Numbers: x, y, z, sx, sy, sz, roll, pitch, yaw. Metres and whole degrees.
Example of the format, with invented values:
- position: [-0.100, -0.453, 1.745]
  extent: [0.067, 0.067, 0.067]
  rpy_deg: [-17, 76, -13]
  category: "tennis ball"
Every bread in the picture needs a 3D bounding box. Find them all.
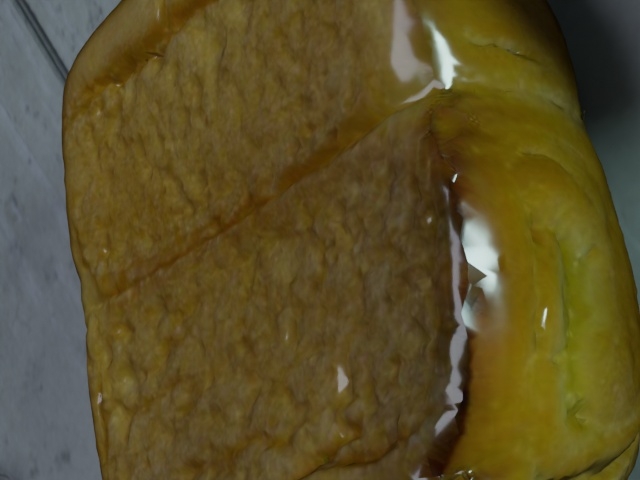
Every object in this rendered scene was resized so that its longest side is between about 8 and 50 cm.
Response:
- position: [0.007, 0.000, 0.764]
  extent: [0.337, 0.148, 0.328]
  rpy_deg: [-32, 63, 49]
  category: "bread"
